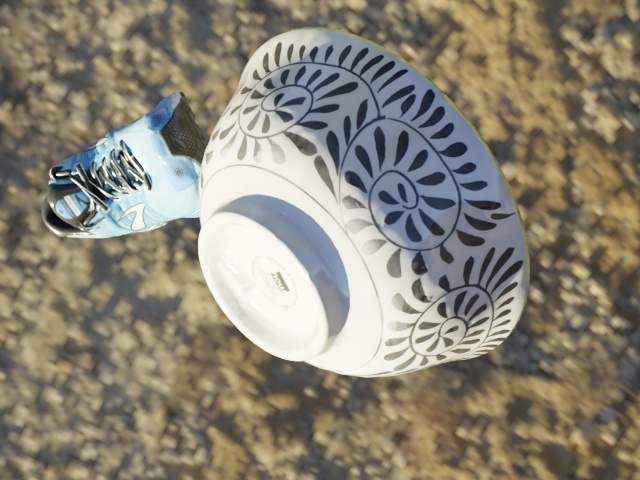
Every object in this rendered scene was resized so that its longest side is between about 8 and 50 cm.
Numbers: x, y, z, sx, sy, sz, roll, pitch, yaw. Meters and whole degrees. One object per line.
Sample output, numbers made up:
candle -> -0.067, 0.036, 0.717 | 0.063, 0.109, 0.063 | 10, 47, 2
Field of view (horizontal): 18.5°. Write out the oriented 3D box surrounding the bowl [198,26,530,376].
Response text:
bowl -> 0.000, 0.000, 0.851 | 0.170, 0.170, 0.080 | 20, 44, 39

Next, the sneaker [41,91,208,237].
sneaker -> -0.102, -0.026, 1.014 | 0.063, 0.073, 0.162 | 66, 155, 4
